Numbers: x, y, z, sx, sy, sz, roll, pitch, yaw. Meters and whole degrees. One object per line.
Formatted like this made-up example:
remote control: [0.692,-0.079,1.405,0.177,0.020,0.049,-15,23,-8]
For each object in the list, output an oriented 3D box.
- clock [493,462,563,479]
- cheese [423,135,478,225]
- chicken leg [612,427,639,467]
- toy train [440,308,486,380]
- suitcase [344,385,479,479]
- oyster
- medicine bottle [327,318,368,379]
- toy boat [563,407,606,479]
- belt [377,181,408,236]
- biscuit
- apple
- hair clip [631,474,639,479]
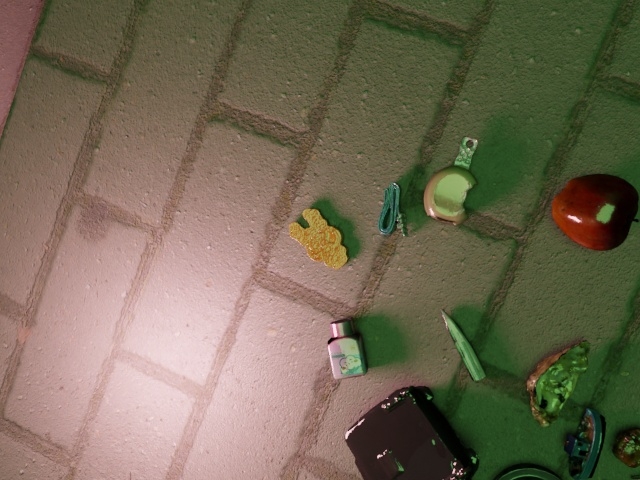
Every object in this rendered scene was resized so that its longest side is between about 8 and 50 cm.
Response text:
clock: [0.675,0.857,1.721,0.281,0.055,0.280,0,92,13]
cheese: [0.440,-0.196,1.734,0.163,0.082,0.286,23,95,11]
chicken leg: [1.013,0.620,1.609,0.252,0.087,0.107,-8,88,20]
toy train: [0.464,0.333,1.755,0.048,0.055,0.251,-26,86,13]
suitcase: [0.279,0.676,1.709,0.339,0.188,0.345,-42,65,13]
oyster: [0.748,0.436,1.688,0.166,0.094,0.294,42,90,-10]
medicine bottle: [0.087,0.365,1.822,0.119,0.094,0.187,-12,89,11]
toy boat: [0.809,0.627,1.663,0.097,0.100,0.223,14,93,-2]
belt: [0.250,-0.104,1.791,0.100,0.065,0.179,8,94,23]
biscuit: [0.003,-0.002,1.863,0.236,0.040,0.144,46,107,6]
apple: [0.817,-0.090,1.588,0.234,0.234,0.233,0,92,13]
hair clip: [1.041,0.670,1.643,0.072,0.034,0.225,31,97,14]
